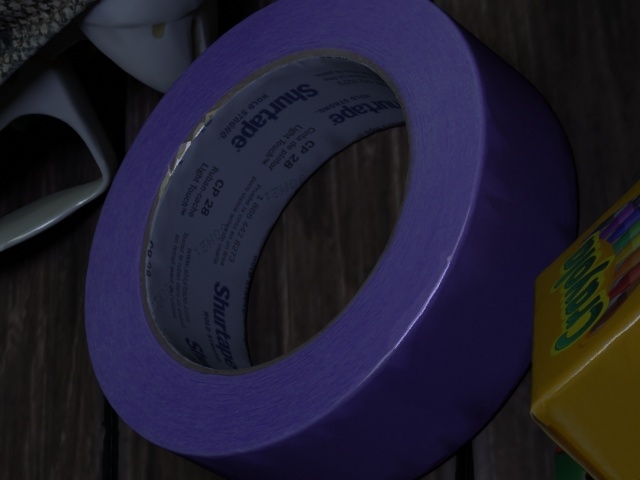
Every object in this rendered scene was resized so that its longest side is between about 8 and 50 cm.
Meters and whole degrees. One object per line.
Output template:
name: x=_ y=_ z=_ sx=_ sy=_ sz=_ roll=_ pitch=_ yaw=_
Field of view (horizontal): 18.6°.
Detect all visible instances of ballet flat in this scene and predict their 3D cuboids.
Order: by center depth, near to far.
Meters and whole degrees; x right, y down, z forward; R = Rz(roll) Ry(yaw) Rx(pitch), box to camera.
ballet flat: x=-0.179 y=-0.116 z=1.244 sx=0.483 sy=0.182 sz=0.164 roll=-41 pitch=2 yaw=22

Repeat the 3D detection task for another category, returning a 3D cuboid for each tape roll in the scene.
tape roll: x=0.000 y=0.000 z=1.053 sx=0.274 sy=0.090 sz=0.275 roll=-23 pitch=51 yaw=33

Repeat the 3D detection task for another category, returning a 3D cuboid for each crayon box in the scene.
crayon box: x=0.189 y=-0.003 z=0.807 sx=0.318 sy=0.081 sz=0.202 roll=-45 pitch=5 yaw=13

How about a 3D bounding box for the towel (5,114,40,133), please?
towel: x=-0.217 y=-0.260 z=1.454 sx=0.271 sy=0.040 sz=0.370 roll=15 pitch=75 yaw=46
